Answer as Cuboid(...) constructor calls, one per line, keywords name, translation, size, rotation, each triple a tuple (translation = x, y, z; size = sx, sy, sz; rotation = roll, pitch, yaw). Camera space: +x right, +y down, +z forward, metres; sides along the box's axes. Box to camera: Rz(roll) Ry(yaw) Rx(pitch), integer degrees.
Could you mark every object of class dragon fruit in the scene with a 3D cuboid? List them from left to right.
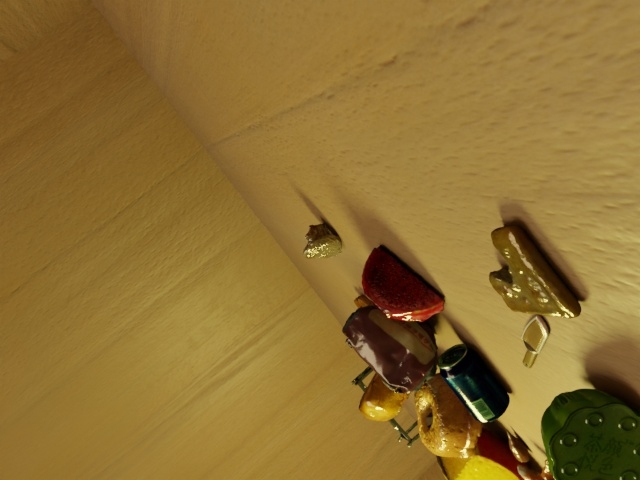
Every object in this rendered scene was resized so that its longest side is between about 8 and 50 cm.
Cuboid(name="dragon fruit", translation=(0.202, 0.137, 1.383), size=(0.261, 0.189, 0.163), rotation=(48, 140, 35))

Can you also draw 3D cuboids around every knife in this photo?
Cuboid(name="knife", translation=(0.413, 0.204, 1.004), size=(0.046, 0.022, 0.256), rotation=(49, 171, 32))

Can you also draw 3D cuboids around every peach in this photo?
Cuboid(name="peach", translation=(0.593, 0.810, 1.808), size=(0.380, 0.242, 0.306), rotation=(37, -172, 18))

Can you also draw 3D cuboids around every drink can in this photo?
Cuboid(name="drink can", translation=(0.415, 0.387, 1.388), size=(0.205, 0.118, 0.118), rotation=(53, 170, -8))

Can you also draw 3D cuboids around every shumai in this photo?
Cuboid(name="shumai", translation=(0.002, -0.002, 1.822), size=(0.145, 0.145, 0.116), rotation=(66, -175, -57))

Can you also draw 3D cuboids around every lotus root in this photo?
Cuboid(name="lotus root", translation=(0.466, 0.332, 0.899), size=(0.186, 0.186, 0.186), rotation=(48, 170, 12))

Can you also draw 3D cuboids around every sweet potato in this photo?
Cuboid(name="sweet potato", translation=(0.625, 0.653, 1.631), size=(0.117, 0.049, 0.049), rotation=(58, 169, -6))

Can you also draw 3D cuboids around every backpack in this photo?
Cuboid(name="backpack", translation=(0.226, 0.297, 1.526), size=(0.283, 0.197, 0.317), rotation=(43, -163, 14))

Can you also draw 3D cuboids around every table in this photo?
Cuboid(name="table", translation=(0.344, 0.652, 2.197), size=(0.335, 0.272, 0.222), rotation=(48, 169, 10))

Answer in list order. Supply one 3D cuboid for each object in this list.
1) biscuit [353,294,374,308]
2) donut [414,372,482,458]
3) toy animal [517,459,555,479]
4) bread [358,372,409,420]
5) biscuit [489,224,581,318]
Cuboid(name="biscuit", translation=(0.227, 0.297, 2.091), size=(0.186, 0.044, 0.295), rotation=(59, 166, -24))
Cuboid(name="donut", translation=(0.422, 0.583, 1.720), size=(0.299, 0.150, 0.317), rotation=(-98, 8, -51))
Cuboid(name="toy animal", translation=(0.716, 0.732, 1.435), size=(0.284, 0.225, 0.302), rotation=(28, 180, 7))
Cuboid(name="bread", translation=(0.274, 0.500, 1.840), size=(0.148, 0.337, 0.328), rotation=(29, 163, 11))
Cuboid(name="biscuit", translation=(0.319, 0.054, 0.829), size=(0.174, 0.039, 0.183), rotation=(49, 169, 0))
